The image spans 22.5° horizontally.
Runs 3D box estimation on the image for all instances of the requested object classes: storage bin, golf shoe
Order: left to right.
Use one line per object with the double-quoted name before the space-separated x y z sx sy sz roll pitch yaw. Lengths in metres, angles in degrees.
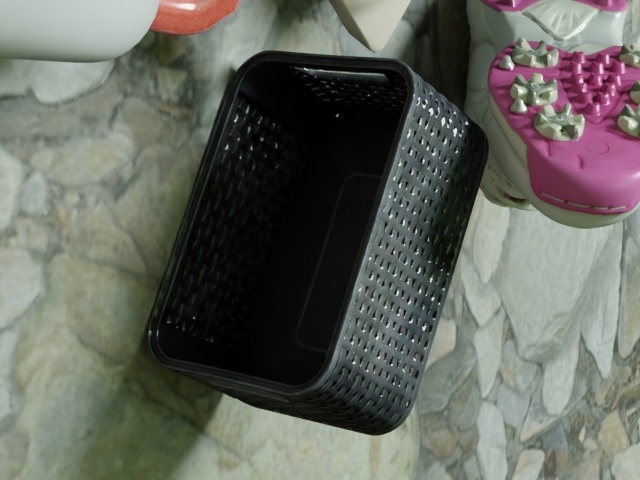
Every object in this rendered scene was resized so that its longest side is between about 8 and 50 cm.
"storage bin" 0.000 0.000 0.848 0.084 0.122 0.180 33 71 -50
"golf shoe" 0.141 -0.064 0.946 0.306 0.115 0.140 -86 -178 -63

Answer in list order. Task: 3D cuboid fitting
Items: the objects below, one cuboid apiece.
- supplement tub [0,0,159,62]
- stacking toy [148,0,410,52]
"supplement tub" -0.155 -0.221 0.510 0.228 0.228 0.316 -5 100 -52
"stacking toy" -0.014 -0.247 0.729 0.309 0.130 0.279 -54 147 13
